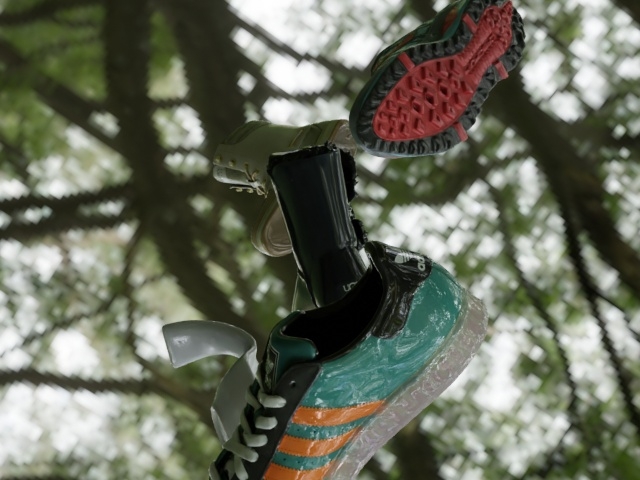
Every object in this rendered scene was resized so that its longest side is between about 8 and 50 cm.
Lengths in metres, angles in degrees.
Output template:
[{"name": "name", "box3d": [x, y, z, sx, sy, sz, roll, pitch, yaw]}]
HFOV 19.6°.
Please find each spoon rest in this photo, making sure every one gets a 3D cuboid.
[{"name": "spoon rest", "box3d": [-0.083, 0.156, 1.907, 0.084, 0.137, 0.276, -21, -148, -13]}]

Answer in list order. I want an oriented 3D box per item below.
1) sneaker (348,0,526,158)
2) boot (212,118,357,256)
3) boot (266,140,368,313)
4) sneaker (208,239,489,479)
[{"name": "sneaker", "box3d": [0.098, -0.146, 1.799, 0.125, 0.104, 0.262, -21, -165, 45]}, {"name": "boot", "box3d": [-0.068, -0.068, 2.266, 0.165, 0.077, 0.213, 5, -131, 35]}, {"name": "boot", "box3d": [0.000, 0.000, 2.027, 0.094, 0.207, 0.246, -14, 178, -11]}, {"name": "sneaker", "box3d": [-0.017, 0.124, 1.388, 0.302, 0.121, 0.108, -48, -153, 6]}]
